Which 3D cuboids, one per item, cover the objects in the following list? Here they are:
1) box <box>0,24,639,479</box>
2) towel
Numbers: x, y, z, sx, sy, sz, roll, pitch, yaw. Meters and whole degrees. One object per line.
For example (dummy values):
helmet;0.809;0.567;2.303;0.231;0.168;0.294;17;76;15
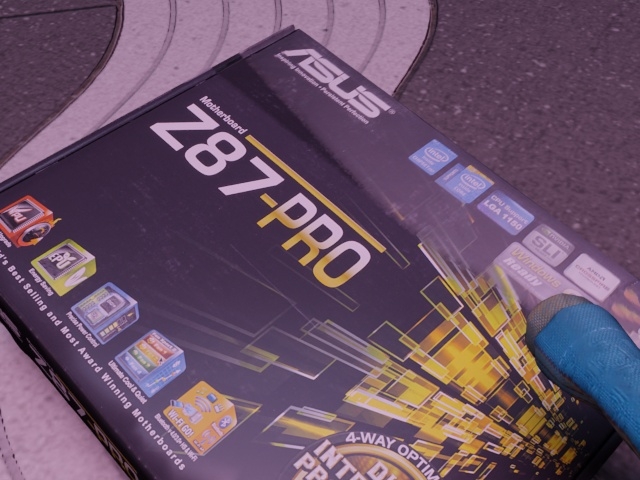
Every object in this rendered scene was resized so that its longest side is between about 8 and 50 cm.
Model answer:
box;-0.003;0.048;0.515;0.318;0.097;0.395;-35;64;-28
towel;0.225;0.199;0.283;0.040;0.271;0.370;-39;40;11
